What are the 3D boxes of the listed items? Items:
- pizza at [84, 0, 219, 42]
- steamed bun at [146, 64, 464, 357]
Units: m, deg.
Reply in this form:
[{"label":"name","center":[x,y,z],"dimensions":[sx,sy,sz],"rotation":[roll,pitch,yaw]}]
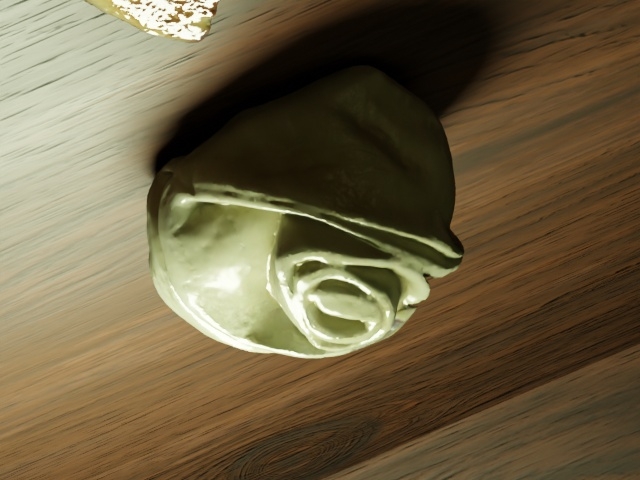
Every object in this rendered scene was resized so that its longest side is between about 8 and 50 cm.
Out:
[{"label":"pizza","center":[-0.162,-0.267,1.301],"dimensions":[0.161,0.086,0.305],"rotation":[-15,149,14]},{"label":"steamed bun","center":[0.000,0.000,1.763],"dimensions":[0.367,0.255,0.342],"rotation":[-31,151,14]}]
